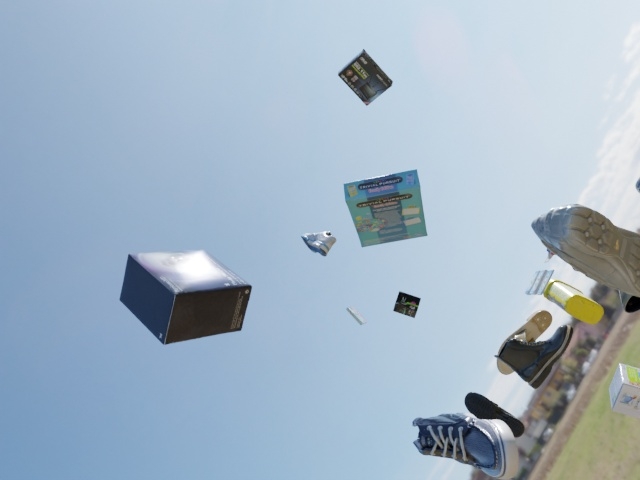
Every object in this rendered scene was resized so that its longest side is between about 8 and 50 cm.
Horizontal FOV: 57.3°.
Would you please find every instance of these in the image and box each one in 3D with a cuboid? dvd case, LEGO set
[{"bbox_3d":[0.145,0.299,2.328,0.013,0.087,0.119,-44,-12,6],"label":"dvd case"},{"bbox_3d":[0.640,0.037,1.654,0.244,0.060,0.182,-62,-9,-1],"label":"LEGO set"}]

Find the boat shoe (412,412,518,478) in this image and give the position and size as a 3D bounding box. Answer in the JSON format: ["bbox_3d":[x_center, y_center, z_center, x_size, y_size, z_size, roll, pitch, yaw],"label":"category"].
[{"bbox_3d":[0.313,0.465,1.330,0.340,0.158,0.127,114,153,-77],"label":"boat shoe"}]

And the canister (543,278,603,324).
[{"bbox_3d":[0.777,0.188,1.804,0.170,0.126,0.073,-90,25,-79],"label":"canister"}]

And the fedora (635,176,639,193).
[{"bbox_3d":[1.053,-0.156,1.743,0.152,0.334,0.334,-38,-22,15],"label":"fedora"}]

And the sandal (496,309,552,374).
[{"bbox_3d":[0.627,0.307,1.774,0.240,0.088,0.079,-48,1,-8],"label":"sandal"}]

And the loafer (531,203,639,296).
[{"bbox_3d":[0.536,0.023,1.116,0.319,0.111,0.112,30,-105,-24],"label":"loafer"}]

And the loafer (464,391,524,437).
[{"bbox_3d":[0.600,0.607,2.032,0.080,0.220,0.078,-57,-24,0],"label":"loafer"}]

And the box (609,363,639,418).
[{"bbox_3d":[0.979,0.463,1.732,0.114,0.203,0.103,-46,-32,-60],"label":"box"}]

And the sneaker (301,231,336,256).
[{"bbox_3d":[0.000,0.000,2.054,0.083,0.190,0.071,-43,-63,-13],"label":"sneaker"}]

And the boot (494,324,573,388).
[{"bbox_3d":[0.579,0.280,1.584,0.198,0.137,0.077,-50,-13,-17],"label":"boot"}]

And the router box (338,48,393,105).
[{"bbox_3d":[0.121,-0.437,1.575,0.092,0.122,0.038,-35,24,33],"label":"router box"}]

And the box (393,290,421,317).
[{"bbox_3d":[0.313,0.232,2.119,0.052,0.083,0.062,94,-164,-52],"label":"box"}]

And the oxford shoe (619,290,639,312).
[{"bbox_3d":[0.904,0.094,1.493,0.348,0.122,0.130,114,174,-63],"label":"oxford shoe"}]

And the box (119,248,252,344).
[{"bbox_3d":[-0.431,0.168,1.875,0.293,0.296,0.183,-5,-63,-46],"label":"box"}]

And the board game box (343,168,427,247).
[{"bbox_3d":[0.239,-0.106,2.084,0.336,0.253,0.079,65,-163,-58],"label":"board game box"}]
